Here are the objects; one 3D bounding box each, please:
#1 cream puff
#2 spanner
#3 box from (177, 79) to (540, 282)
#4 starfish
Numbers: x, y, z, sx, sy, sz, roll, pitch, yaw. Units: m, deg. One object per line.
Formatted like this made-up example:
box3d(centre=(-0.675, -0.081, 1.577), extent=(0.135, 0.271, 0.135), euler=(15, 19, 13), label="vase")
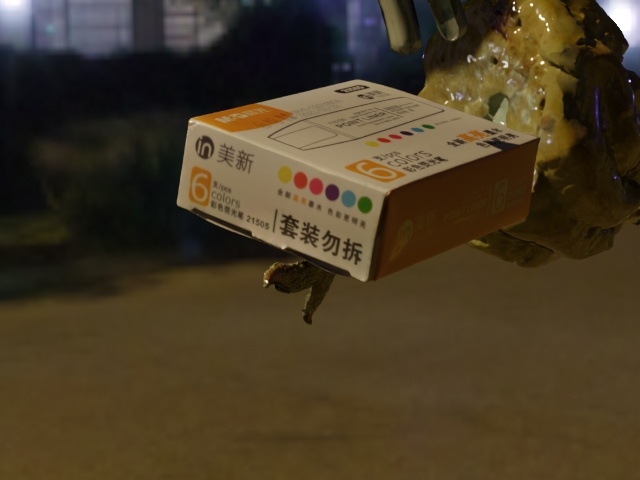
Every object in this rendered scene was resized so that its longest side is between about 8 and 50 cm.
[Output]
box3d(centre=(0.277, -0.137, 2.083), extent=(0.257, 0.324, 0.291), euler=(7, -40, -37), label="cream puff")
box3d(centre=(0.056, -0.326, 1.578), extent=(0.095, 0.325, 0.040), euler=(-21, 9, -40), label="spanner")
box3d(centre=(0.038, -0.060, 1.600), extent=(0.220, 0.091, 0.274), euler=(20, 23, 28), label="box")
box3d(centre=(0.000, 0.000, 1.994), extent=(0.053, 0.176, 0.208), euler=(14, -8, 26), label="starfish")
